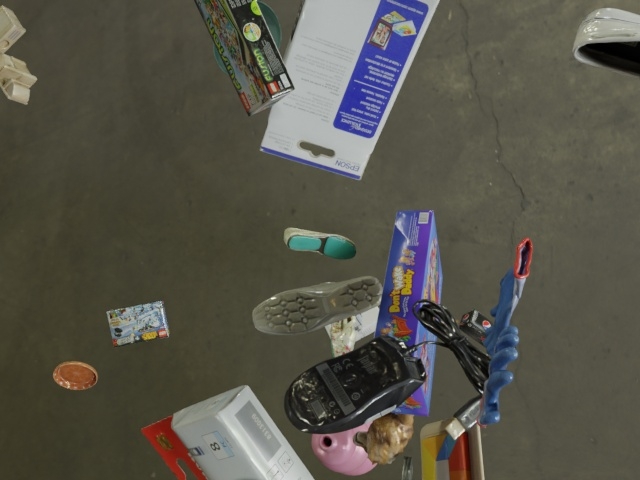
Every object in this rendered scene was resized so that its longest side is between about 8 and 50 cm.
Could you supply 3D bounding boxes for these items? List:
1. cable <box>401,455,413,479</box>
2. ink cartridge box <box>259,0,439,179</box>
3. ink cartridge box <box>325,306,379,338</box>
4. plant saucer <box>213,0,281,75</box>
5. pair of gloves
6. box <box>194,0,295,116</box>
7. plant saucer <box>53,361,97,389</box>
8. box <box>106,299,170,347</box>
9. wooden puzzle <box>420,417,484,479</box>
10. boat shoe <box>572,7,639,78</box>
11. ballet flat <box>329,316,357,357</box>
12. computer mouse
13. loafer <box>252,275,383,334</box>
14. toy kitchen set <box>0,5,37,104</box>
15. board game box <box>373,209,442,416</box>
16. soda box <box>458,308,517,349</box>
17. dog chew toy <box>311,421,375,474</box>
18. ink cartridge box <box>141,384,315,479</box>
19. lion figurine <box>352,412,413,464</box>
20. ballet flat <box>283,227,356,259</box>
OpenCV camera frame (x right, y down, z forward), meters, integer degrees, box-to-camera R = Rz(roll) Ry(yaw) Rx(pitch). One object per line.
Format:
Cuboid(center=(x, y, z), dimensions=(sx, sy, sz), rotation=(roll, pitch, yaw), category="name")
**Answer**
Cuboid(center=(0.185, 0.667, 1.387), dimensions=(0.072, 0.139, 0.287), rotation=(-3, 59, 14), category="cable")
Cuboid(center=(0.038, -0.256, 0.780), dimensions=(0.065, 0.165, 0.332), rotation=(-99, 28, -57), category="ink cartridge box")
Cuboid(center=(0.123, 0.290, 1.967), dimensions=(0.191, 0.139, 0.082), rotation=(-30, 67, 1), category="ink cartridge box")
Cuboid(center=(-0.109, -0.304, 0.875), dimensions=(0.119, 0.021, 0.119), rotation=(1, 93, 23), category="plant saucer")
Cuboid(center=(0.184, 0.103, 0.590), dimensions=(0.023, 0.159, 0.198), rotation=(13, 56, 15), category="pair of gloves")
Cuboid(center=(-0.106, -0.265, 0.711), dimensions=(0.036, 0.207, 0.114), rotation=(-28, 10, -18), category="box")
Cuboid(center=(-0.490, 0.269, 1.145), dimensions=(0.083, 0.083, 0.013), rotation=(-28, 38, 15), category="plant saucer")
Cuboid(center=(-0.454, 0.208, 1.429), dimensions=(0.137, 0.027, 0.094), rotation=(-10, 94, -5), category="box")
Cuboid(center=(0.277, 0.505, 1.248), dimensions=(0.221, 0.044, 0.238), rotation=(134, 149, -55), category="wooden puzzle")
Cuboid(center=(0.518, -0.276, 0.857), dimensions=(0.267, 0.096, 0.088), rotation=(24, 64, 17), category="boat shoe")
Cuboid(center=(0.075, 0.276, 1.779), dimensions=(0.077, 0.091, 0.241), rotation=(-32, 34, 24), category="ballet flat")
Cuboid(center=(0.098, 0.197, 0.722), dimensions=(0.262, 0.060, 0.184), rotation=(-29, 44, -18), category="computer mouse")
Cuboid(center=(-0.006, 0.160, 1.373), dimensions=(0.319, 0.111, 0.112), rotation=(-10, 80, -10), category="loafer")
Cuboid(center=(-0.364, -0.219, 0.695), dimensions=(0.075, 0.083, 0.068), rotation=(-38, 78, 11), category="toy kitchen set")
Cuboid(center=(0.187, 0.143, 1.164), dimensions=(0.078, 0.233, 0.347), rotation=(0, 49, 19), category="board game box")
Cuboid(center=(0.491, 0.274, 1.670), dimensions=(0.060, 0.169, 0.053), rotation=(-48, 8, 51), category="soda box")
Cuboid(center=(0.073, 0.610, 1.736), dimensions=(0.207, 0.332, 0.206), rotation=(-6, 71, 18), category="dog chew toy")
Cuboid(center=(-0.180, 0.452, 1.050), dimensions=(0.385, 0.091, 0.308), rotation=(-31, 96, 39), category="ink cartridge box")
Cuboid(center=(0.224, 0.400, 1.533), dimensions=(0.142, 0.240, 0.392), rotation=(21, 58, 28), category="lion figurine")
Cuboid(center=(0.000, 0.000, 1.228), dimensions=(0.057, 0.168, 0.052), rotation=(-66, 26, 23), category="ballet flat")
